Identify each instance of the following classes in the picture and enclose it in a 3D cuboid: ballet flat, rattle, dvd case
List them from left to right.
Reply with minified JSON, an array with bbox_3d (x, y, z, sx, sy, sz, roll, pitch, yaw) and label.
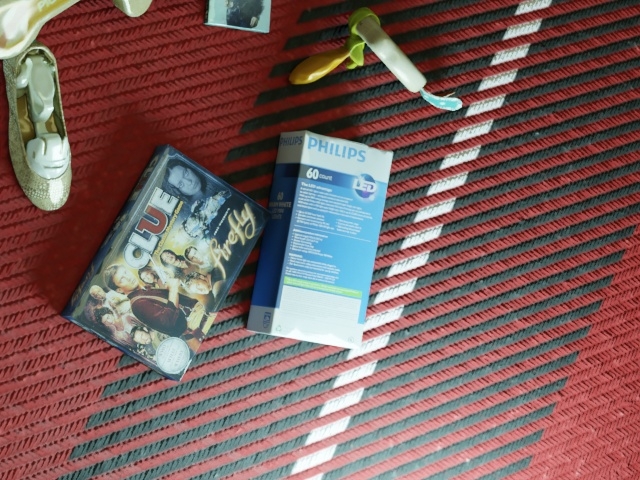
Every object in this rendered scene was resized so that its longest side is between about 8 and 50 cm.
[{"bbox_3d":[-0.328,-0.136,1.733,0.073,0.067,0.206,-16,98,-27],"label":"ballet flat"},{"bbox_3d":[-0.102,-0.327,1.878,0.087,0.013,0.119,5,87,-27],"label":"dvd case"},{"bbox_3d":[0.079,-0.198,1.945,0.142,0.130,0.200,-53,139,-5],"label":"rattle"}]

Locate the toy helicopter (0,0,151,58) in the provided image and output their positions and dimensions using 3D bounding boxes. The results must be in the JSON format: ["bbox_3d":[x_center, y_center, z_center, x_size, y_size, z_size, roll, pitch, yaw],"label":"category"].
[{"bbox_3d":[-0.249,-0.332,1.664,0.355,0.140,0.235,-40,148,-22],"label":"toy helicopter"}]

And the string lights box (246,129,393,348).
[{"bbox_3d":[0.000,0.000,1.899,0.133,0.077,0.259,12,85,-27],"label":"string lights box"}]

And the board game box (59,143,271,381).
[{"bbox_3d":[-0.187,0.028,1.822,0.165,0.042,0.243,33,76,-23],"label":"board game box"}]
